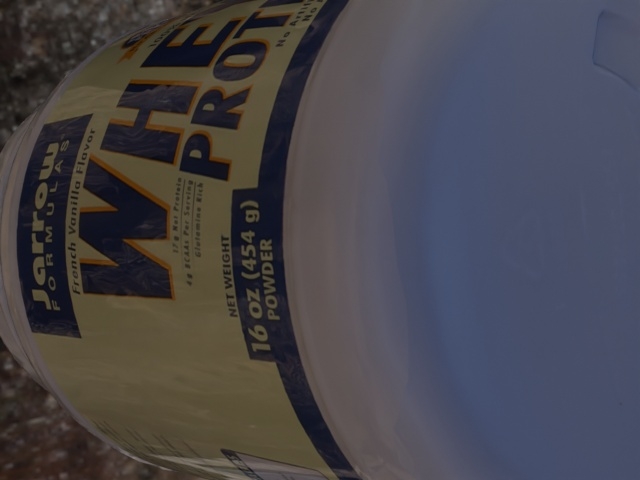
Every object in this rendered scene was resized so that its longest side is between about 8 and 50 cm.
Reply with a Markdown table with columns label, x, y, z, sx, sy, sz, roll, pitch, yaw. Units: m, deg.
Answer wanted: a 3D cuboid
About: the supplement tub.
| label | x | y | z | sx | sy | sz | roll | pitch | yaw |
| --- | --- | --- | --- | --- | --- | --- | --- | --- | --- |
| supplement tub | 0.000 | 0.000 | 0.508 | 0.324 | 0.235 | 0.236 | -2 | -77 | 51 |
